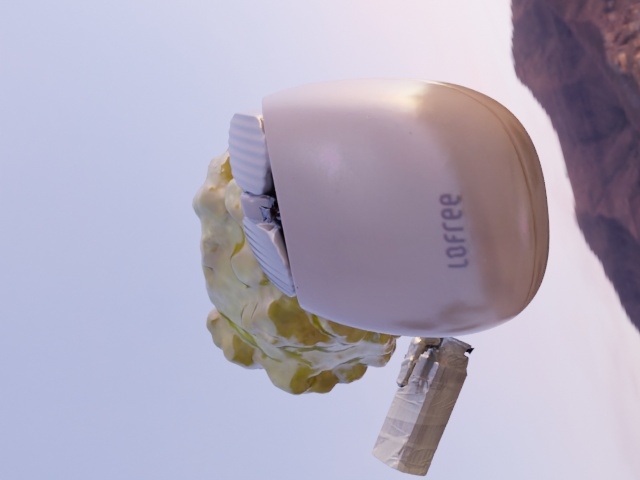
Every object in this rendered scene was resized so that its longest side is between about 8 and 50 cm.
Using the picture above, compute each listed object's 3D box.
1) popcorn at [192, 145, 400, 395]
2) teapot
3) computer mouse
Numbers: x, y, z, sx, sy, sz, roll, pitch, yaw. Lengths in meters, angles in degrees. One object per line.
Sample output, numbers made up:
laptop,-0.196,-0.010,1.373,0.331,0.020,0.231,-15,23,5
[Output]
popcorn,0.000,0.000,0.729,0.250,0.235,0.241,97,159,-64
teapot,0.136,0.219,1.112,0.107,0.077,0.200,25,-94,-38
computer mouse,0.022,-0.020,0.461,0.082,0.237,0.145,-23,-68,-35
